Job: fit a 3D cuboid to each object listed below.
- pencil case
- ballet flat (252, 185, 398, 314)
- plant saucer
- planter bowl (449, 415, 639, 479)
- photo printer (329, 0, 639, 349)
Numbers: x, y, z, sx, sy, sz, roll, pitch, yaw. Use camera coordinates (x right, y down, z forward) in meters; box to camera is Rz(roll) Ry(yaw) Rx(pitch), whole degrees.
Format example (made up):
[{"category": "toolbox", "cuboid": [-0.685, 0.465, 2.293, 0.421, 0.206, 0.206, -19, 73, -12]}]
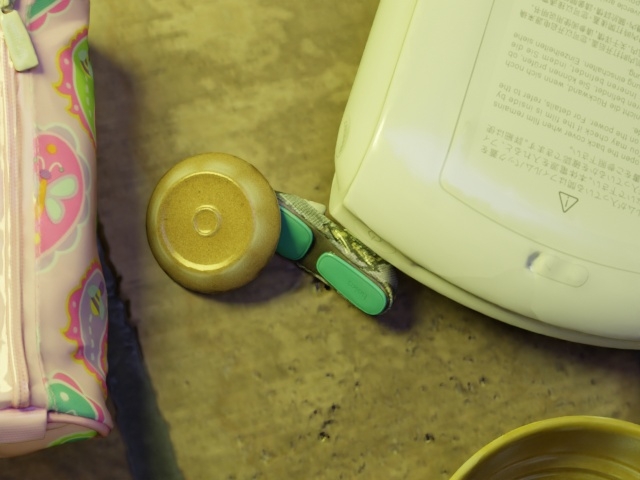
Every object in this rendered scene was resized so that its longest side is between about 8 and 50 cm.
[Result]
[{"category": "pencil case", "cuboid": [-0.179, -0.023, 0.935, 0.124, 0.124, 0.284, 0, 76, -14]}, {"category": "ballet flat", "cuboid": [0.000, 0.000, 1.019, 0.114, 0.041, 0.041, 37, 70, -2]}, {"category": "plant saucer", "cuboid": [-0.065, -0.011, 0.992, 0.083, 0.015, 0.083, 0, 89, 13]}, {"category": "planter bowl", "cuboid": [0.142, 0.214, 0.961, 0.217, 0.090, 0.217, 3, 74, -12]}, {"category": "photo printer", "cuboid": [0.152, -0.095, 1.038, 0.256, 0.107, 0.308, 21, 71, -10]}]
